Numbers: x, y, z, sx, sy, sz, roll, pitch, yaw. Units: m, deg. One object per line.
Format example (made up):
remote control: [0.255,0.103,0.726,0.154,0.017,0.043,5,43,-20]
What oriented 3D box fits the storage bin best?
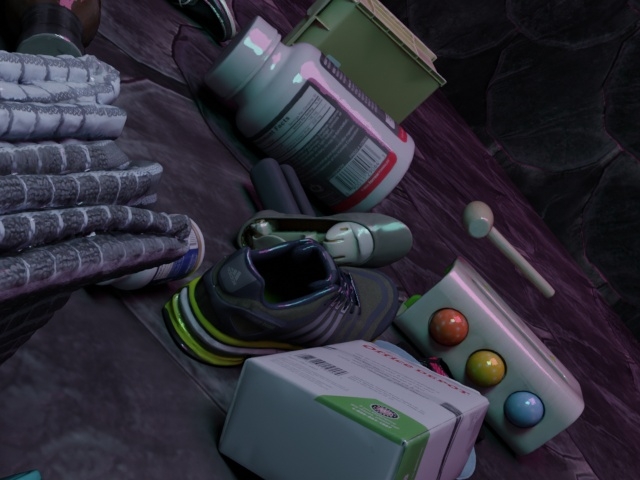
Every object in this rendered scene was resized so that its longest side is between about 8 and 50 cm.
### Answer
storage bin: [0.037,-0.291,1.389,0.260,0.262,0.123,35,26,-28]

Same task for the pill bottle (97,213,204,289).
pill bottle: [-0.165,0.010,0.725,0.067,0.067,0.120,52,21,12]

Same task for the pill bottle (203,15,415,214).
pill bottle: [-0.020,-0.192,1.220,0.318,0.176,0.176,40,22,-19]

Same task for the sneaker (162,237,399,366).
sneaker: [-0.007,0.060,0.809,0.299,0.121,0.111,-1,58,-48]

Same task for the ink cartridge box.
ink cartridge box: [0.040,0.168,0.720,0.160,0.093,0.219,22,8,28]

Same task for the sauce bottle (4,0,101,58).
sauce bottle: [-0.311,-0.288,0.920,0.111,0.111,0.344,30,25,-37]

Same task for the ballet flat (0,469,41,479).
ballet flat: [-0.218,0.187,0.284,0.342,0.116,0.124,3,67,-67]

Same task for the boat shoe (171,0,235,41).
boat shoe: [-0.247,-0.449,1.417,0.233,0.084,0.079,51,58,-10]

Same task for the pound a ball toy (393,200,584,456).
pound a ball toy: [0.255,0.128,1.129,0.319,0.208,0.136,48,20,0]

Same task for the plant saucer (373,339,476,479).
plant saucer: [0.107,0.208,0.938,0.195,0.037,0.195,40,21,-19]

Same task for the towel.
towel: [-0.214,0.031,0.362,0.121,0.235,0.283,53,22,5]

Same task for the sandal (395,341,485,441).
sandal: [0.172,0.199,1.075,0.179,0.040,0.067,46,21,-4]

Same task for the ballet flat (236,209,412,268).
ballet flat: [0.000,0.004,0.925,0.068,0.213,0.072,-38,129,-63]

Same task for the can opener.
can opener: [0.000,0.000,1.021,0.076,0.095,0.284,16,43,-55]
